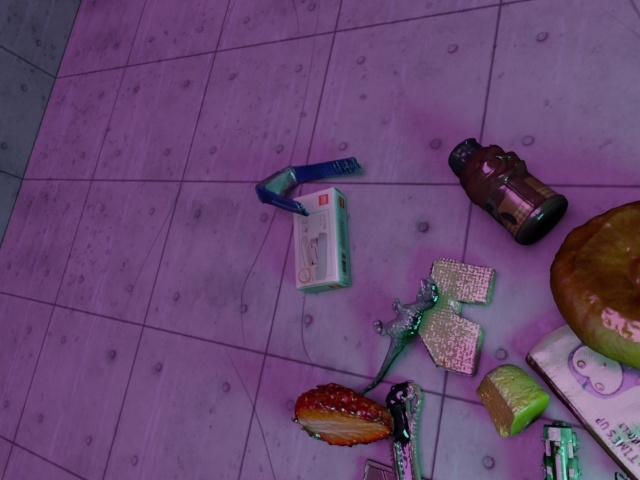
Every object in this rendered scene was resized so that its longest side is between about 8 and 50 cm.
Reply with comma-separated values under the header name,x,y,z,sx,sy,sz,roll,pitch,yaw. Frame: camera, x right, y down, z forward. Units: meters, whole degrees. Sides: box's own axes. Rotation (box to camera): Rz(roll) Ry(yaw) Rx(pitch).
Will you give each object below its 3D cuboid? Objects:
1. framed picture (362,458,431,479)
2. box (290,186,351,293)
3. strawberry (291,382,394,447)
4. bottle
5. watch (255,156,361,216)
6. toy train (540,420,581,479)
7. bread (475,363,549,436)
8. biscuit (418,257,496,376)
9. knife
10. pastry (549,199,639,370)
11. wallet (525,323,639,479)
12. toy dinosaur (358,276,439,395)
name,x,y,z,sx,sy,sz,roll,pitch,yaw
framed picture,0.162,0.650,1.102,0.211,0.020,0.290,5,78,31
box,0.000,0.000,1.369,0.135,0.079,0.269,-12,69,26
strawberry,0.059,0.384,1.171,0.236,0.190,0.111,-10,40,27
bottle,0.401,-0.119,1.141,0.271,0.143,0.156,50,140,29
watch,-0.070,-0.131,1.360,0.274,0.068,0.276,1,30,39
toy train,0.448,0.430,0.954,0.071,0.104,0.178,-4,73,25
bread,0.385,0.315,1.021,0.111,0.129,0.114,-17,51,-23
biscuit,0.303,0.169,1.156,0.147,0.046,0.250,7,78,33
knife,0.191,0.487,1.105,0.089,0.043,0.365,-15,63,26
pastry,0.596,0.080,0.907,0.355,0.164,0.356,-9,55,13
wallet,0.575,0.273,0.944,0.275,0.068,0.335,-38,56,7
toy dinosaur,0.164,0.220,1.212,0.129,0.076,0.383,-106,35,-56
